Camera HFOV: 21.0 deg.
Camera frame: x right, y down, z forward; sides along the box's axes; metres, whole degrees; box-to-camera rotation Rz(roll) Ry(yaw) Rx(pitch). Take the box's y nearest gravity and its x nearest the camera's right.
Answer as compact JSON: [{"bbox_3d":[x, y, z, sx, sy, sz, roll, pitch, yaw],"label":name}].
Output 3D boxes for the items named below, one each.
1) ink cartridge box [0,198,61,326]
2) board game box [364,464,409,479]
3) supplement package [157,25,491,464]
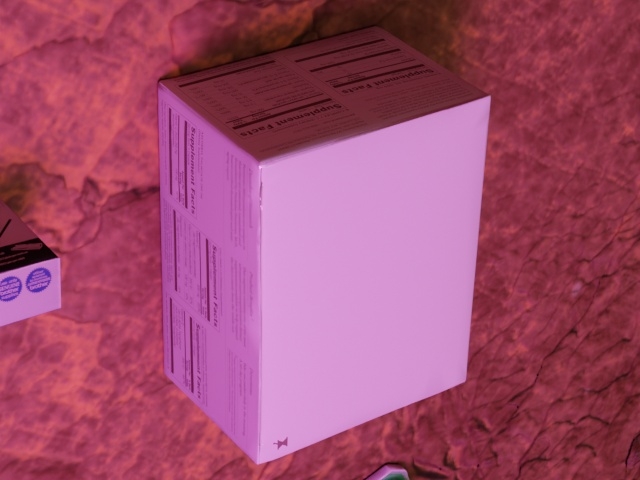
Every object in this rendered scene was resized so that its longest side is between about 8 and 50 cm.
[{"bbox_3d":[-0.285,0.033,1.137,0.207,0.097,0.046,-18,127,-30],"label":"ink cartridge box"},{"bbox_3d":[-0.019,0.454,1.660,0.390,0.050,0.390,-35,134,-16],"label":"board game box"},{"bbox_3d":[0.000,0.000,1.314,0.204,0.145,0.262,-18,128,-29],"label":"supplement package"}]
